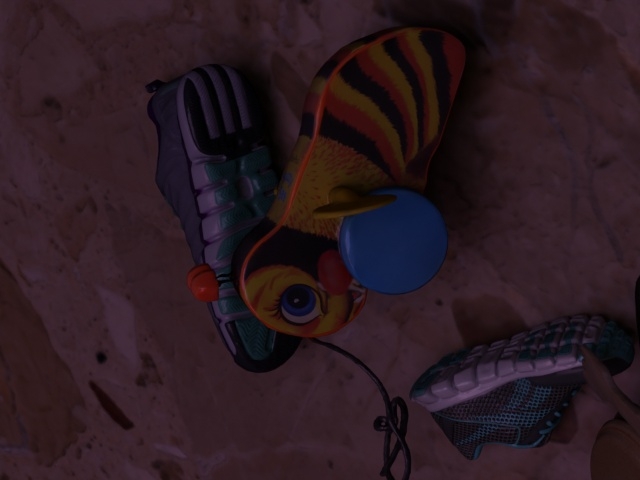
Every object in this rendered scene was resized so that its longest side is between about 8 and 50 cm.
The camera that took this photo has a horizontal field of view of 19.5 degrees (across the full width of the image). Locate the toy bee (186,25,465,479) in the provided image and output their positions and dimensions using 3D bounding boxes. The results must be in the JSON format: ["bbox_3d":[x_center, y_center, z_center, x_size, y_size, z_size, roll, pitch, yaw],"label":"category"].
[{"bbox_3d":[0.000,0.000,1.218,0.195,0.162,0.298,133,141,-70],"label":"toy bee"}]

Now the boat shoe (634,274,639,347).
[{"bbox_3d":[0.293,0.156,1.141,0.120,0.122,0.324,-21,78,-1],"label":"boat shoe"}]

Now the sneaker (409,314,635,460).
[{"bbox_3d":[0.144,0.102,1.252,0.166,0.065,0.076,-19,108,37],"label":"sneaker"}]

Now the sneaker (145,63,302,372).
[{"bbox_3d":[-0.071,-0.016,1.353,0.098,0.083,0.223,-1,101,57],"label":"sneaker"}]

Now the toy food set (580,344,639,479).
[{"bbox_3d":[0.212,0.166,1.186,0.132,0.038,0.192,-129,24,-50],"label":"toy food set"}]
